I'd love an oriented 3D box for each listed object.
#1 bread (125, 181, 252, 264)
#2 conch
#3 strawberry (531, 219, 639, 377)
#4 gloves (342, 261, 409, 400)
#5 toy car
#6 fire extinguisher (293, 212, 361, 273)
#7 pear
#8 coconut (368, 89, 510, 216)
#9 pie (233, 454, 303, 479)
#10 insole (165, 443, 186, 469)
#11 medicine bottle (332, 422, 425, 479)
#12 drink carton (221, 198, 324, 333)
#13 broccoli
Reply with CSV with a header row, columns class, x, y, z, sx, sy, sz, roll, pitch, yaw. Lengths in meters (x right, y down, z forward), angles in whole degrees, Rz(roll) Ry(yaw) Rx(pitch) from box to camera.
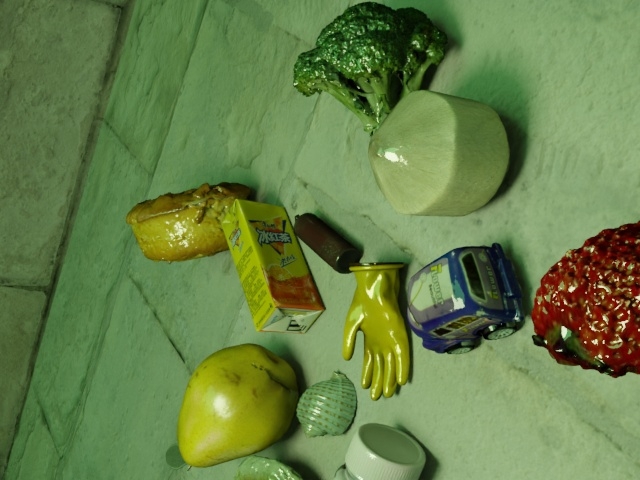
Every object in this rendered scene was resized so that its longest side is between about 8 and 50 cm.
class,x,y,z,sx,sy,sz,roll,pitch,yaw
bread,-0.354,-0.050,2.178,0.358,0.337,0.204,-10,99,55
conch,0.009,0.382,1.762,0.135,0.102,0.153,25,104,38
strawberry,0.447,0.075,1.111,0.261,0.261,0.258,16,103,54
gloves,0.124,0.194,1.646,0.133,0.116,0.294,-5,86,61
toy car,0.244,0.111,1.437,0.235,0.158,0.172,-38,54,43
fire extinguisher,0.000,0.000,1.873,0.267,0.072,0.089,40,152,49
pear,-0.207,0.416,1.898,0.285,0.285,0.336,50,123,46
coconut,0.209,-0.163,1.448,0.237,0.266,0.237,5,97,55
pie,-0.100,0.644,1.820,0.306,0.071,0.306,15,112,40
insole,-0.426,0.660,2.380,0.232,0.003,0.080,-29,61,48
medicine bottle,0.096,0.522,1.555,0.165,0.165,0.273,39,116,50
drink carton,-0.128,0.061,1.956,0.111,0.154,0.351,-51,46,35
broccoli,0.109,-0.362,1.652,0.321,0.304,0.283,8,121,56
